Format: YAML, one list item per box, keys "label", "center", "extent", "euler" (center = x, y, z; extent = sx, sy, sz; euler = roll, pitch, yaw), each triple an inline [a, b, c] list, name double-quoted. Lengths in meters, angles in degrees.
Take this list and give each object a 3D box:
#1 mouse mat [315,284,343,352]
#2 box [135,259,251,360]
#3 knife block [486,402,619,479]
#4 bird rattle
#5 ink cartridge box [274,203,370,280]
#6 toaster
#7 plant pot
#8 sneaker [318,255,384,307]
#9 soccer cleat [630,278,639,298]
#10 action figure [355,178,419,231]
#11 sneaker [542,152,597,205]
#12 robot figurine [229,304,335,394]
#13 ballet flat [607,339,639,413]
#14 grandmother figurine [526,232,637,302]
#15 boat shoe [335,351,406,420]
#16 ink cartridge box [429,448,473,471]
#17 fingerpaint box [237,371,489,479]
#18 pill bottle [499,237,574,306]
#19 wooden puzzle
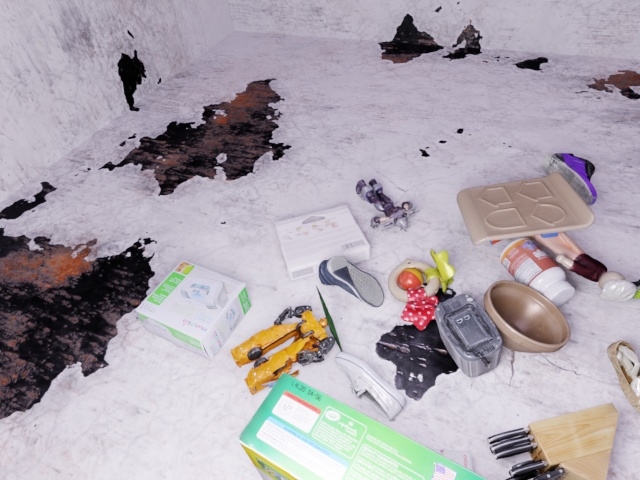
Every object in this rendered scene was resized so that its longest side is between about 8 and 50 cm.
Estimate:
- label: "mouse mat"
  center: [0.028, 0.234, 1.254]
  extent: [0.007, 0.190, 0.153]
  euler: [-20, 45, 1]
- label: "box"
  center: [-0.393, 0.216, 1.374]
  extent: [0.261, 0.127, 0.231]
  euler: [18, 49, 22]
- label: "knife block"
  center: [0.537, 0.467, 1.026]
  extent: [0.242, 0.088, 0.276]
  euler: [23, 53, 26]
- label: "bird rattle"
  center: [0.312, 0.149, 1.380]
  extent: [0.206, 0.143, 0.254]
  euler: [21, 64, 40]
- label: "ink cartridge box"
  center: [0.000, 0.000, 1.573]
  extent: [0.296, 0.066, 0.261]
  euler: [-15, 42, -7]
- label: "toaster"
  center: [0.408, 0.270, 1.186]
  extent: [0.129, 0.146, 0.227]
  euler: [-26, 46, -1]
- label: "plant pot"
  center: [0.555, 0.232, 1.217]
  extent: [0.237, 0.110, 0.237]
  euler: [12, 37, -9]
- label: "sneaker"
  center: [0.092, 0.136, 1.416]
  extent: [0.226, 0.163, 0.086]
  euler: [41, 69, -10]
- label: "soccer cleat"
  center: [0.980, 0.155, 1.297]
  extent: [0.178, 0.060, 0.072]
  euler: [16, 48, 26]
- label: "action figure"
  center: [0.251, -0.127, 1.650]
  extent: [0.185, 0.099, 0.285]
  euler: [-19, 50, -21]
- label: "sneaker"
  center: [0.993, -0.251, 1.663]
  extent: [0.146, 0.102, 0.293]
  euler: [-10, 45, -3]
- label: "robot figurine"
  center: [-0.102, 0.311, 1.268]
  extent: [0.290, 0.085, 0.211]
  euler: [-26, 48, -17]
- label: "ballet flat"
  center: [0.808, 0.349, 1.121]
  extent: [0.073, 0.067, 0.206]
  euler: [-6, 45, 1]
- label: "grandmother figurine"
  center: [0.804, 0.063, 1.347]
  extent: [0.207, 0.104, 0.342]
  euler: [-6, 39, -30]
- label: "boat shoe"
  center: [0.118, 0.386, 1.164]
  extent: [0.226, 0.083, 0.076]
  euler: [29, 54, 30]
- label: "ink cartridge box"
  center: [0.289, 0.541, 1.012]
  extent: [0.122, 0.052, 0.089]
  euler: [-1, 46, 9]
- label: "fingerpaint box"
  center: [0.095, 0.497, 0.856]
  extent: [0.444, 0.371, 0.163]
  euler: [19, 51, 25]
- label: "pill bottle"
  center: [0.670, 0.100, 1.347]
  extent: [0.121, 0.121, 0.216]
  euler: [-18, 46, -10]
- label: "wooden puzzle"
  center: [0.652, -0.094, 1.432]
  extent: [0.347, 0.081, 0.322]
  euler: [-12, 33, 13]
